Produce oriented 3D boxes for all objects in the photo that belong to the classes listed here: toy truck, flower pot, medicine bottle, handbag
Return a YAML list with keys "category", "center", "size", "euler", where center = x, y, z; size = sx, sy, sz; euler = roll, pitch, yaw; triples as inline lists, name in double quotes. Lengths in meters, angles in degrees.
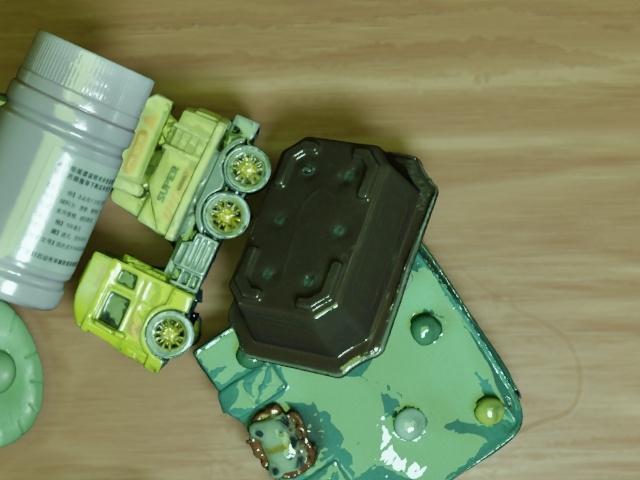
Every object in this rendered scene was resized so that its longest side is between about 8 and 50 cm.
- category: "toy truck"
  center: [-0.159, -0.013, 1.466]
  size: [0.157, 0.124, 0.272]
  euler: [25, 90, -2]
- category: "flower pot"
  center: [0.000, 0.000, 1.426]
  size: [0.179, 0.084, 0.251]
  euler: [9, 68, 28]
- category: "medicine bottle"
  center: [-0.267, -0.068, 1.394]
  size: [0.133, 0.133, 0.249]
  euler: [23, 93, -1]
- category: "handbag"
  center: [0.047, 0.153, 1.484]
  size: [0.274, 0.100, 0.268]
  euler: [-33, 92, -1]

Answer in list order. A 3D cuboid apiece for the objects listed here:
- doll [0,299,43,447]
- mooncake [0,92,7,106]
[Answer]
- category: "doll"
  center: [-0.427, 0.129, 1.411]
  size: [0.284, 0.216, 0.268]
  euler: [-36, 109, -30]
- category: "mooncake"
  center: [-0.312, -0.085, 1.487]
  size: [0.130, 0.073, 0.125]
  euler: [15, 94, -10]
